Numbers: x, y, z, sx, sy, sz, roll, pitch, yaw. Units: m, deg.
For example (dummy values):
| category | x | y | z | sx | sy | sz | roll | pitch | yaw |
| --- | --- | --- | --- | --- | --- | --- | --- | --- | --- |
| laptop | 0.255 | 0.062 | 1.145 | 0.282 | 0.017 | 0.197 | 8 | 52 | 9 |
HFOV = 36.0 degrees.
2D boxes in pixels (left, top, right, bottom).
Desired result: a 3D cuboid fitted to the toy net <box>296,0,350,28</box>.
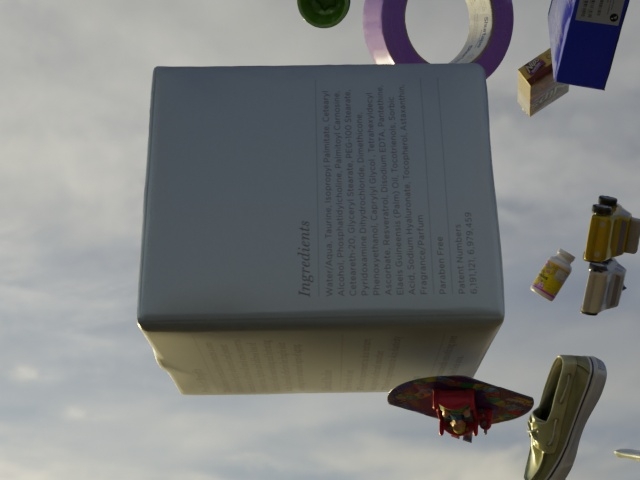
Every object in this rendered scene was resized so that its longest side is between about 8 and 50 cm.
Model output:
| category | x | y | z | sx | sy | sz | roll | pitch | yaw |
| --- | --- | --- | --- | --- | --- | --- | --- | --- | --- |
| toy net | -0.054 | -0.370 | 1.251 | 0.232 | 0.045 | 0.122 | 28 | -60 | 1 |

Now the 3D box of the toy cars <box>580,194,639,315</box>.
| category | x | y | z | sx | sy | sz | roll | pitch | yaw |
| --- | --- | --- | --- | --- | --- | --- | --- | --- | --- |
| toy cars | 0.544 | 0.037 | 1.836 | 0.087 | 0.176 | 0.393 | 12 | -25 | 20 |

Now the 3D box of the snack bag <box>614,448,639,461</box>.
| category | x | y | z | sx | sy | sz | roll | pitch | yaw |
| --- | --- | --- | --- | --- | --- | --- | --- | --- | --- |
| snack bag | 0.755 | 0.395 | 1.798 | 0.343 | 0.037 | 0.323 | 3 | -7 | -14 |

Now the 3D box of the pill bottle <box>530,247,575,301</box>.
| category | x | y | z | sx | sy | sz | roll | pitch | yaw |
| --- | --- | --- | --- | --- | --- | --- | --- | --- | --- |
| pill bottle | 0.385 | 0.056 | 1.622 | 0.043 | 0.083 | 0.043 | 31 | 3 | -2 |

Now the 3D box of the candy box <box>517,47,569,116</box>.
| category | x | y | z | sx | sy | sz | roll | pitch | yaw |
| --- | --- | --- | --- | --- | --- | --- | --- | --- | --- |
| candy box | 0.488 | -0.348 | 2.149 | 0.109 | 0.053 | 0.186 | -34 | -16 | 2 |

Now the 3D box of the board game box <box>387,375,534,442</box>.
| category | x | y | z | sx | sy | sz | roll | pitch | yaw |
| --- | --- | --- | --- | --- | --- | --- | --- | --- | --- |
| board game box | 0.162 | 0.200 | 1.133 | 0.169 | 0.033 | 0.133 | 20 | -32 | -27 |

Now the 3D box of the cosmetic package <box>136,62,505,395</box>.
| category | x | y | z | sx | sy | sz | roll | pitch | yaw |
| --- | --- | --- | --- | --- | --- | --- | --- | --- | --- |
| cosmetic package | 0.000 | 0.000 | 1.224 | 0.394 | 0.327 | 0.329 | -1 | -22 | 0 |

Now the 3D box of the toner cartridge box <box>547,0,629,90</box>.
| category | x | y | z | sx | sy | sz | roll | pitch | yaw |
| --- | --- | --- | --- | --- | --- | --- | --- | --- | --- |
| toner cartridge box | 0.403 | -0.365 | 1.494 | 0.075 | 0.348 | 0.165 | 12 | -60 | 5 |

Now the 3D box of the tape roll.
| category | x | y | z | sx | sy | sz | roll | pitch | yaw |
| --- | --- | --- | --- | --- | --- | --- | --- | --- | --- |
| tape roll | 0.220 | -0.411 | 1.834 | 0.275 | 0.274 | 0.090 | 11 | 4 | -23 |

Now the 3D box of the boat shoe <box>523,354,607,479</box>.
| category | x | y | z | sx | sy | sz | roll | pitch | yaw |
| --- | --- | --- | --- | --- | --- | --- | --- | --- | --- |
| boat shoe | 0.437 | 0.344 | 1.854 | 0.094 | 0.109 | 0.302 | 16 | -75 | -9 |
